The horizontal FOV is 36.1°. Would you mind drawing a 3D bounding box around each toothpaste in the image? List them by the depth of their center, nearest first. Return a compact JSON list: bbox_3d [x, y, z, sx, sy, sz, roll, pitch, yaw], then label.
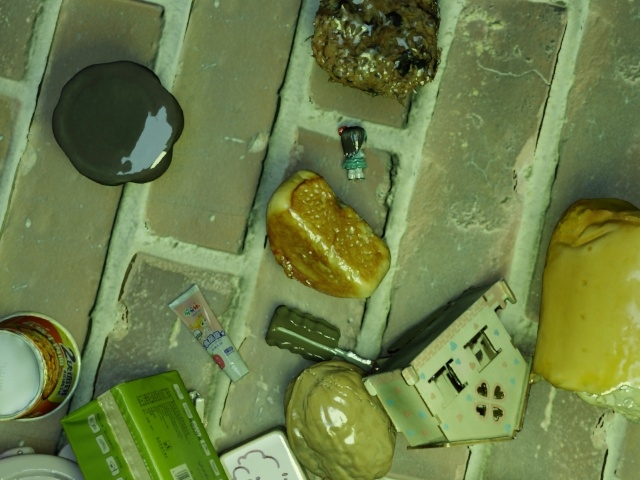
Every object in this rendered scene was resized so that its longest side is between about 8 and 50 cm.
[{"bbox_3d":[-0.205,0.180,1.858,0.067,0.043,0.194,-38,82,1],"label":"toothpaste"}]

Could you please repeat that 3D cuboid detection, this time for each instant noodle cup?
[{"bbox_3d":[-0.560,0.237,1.787,0.213,0.174,0.213,0,88,0],"label":"instant noodle cup"}]

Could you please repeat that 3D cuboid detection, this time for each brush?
[{"bbox_3d":[0.044,0.211,1.842,0.301,0.071,0.084,22,99,1],"label":"brush"}]

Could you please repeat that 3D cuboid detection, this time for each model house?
[{"bbox_3d":[0.255,0.255,1.765,0.326,0.169,0.244,-37,95,-34],"label":"model house"}]

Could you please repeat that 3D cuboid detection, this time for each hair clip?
[{"bbox_3d":[-0.235,0.390,1.842,0.062,0.056,0.214,-1,94,-21],"label":"hair clip"}]

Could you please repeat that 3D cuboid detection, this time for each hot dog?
[{"bbox_3d":[0.000,0.000,1.806,0.257,0.153,0.150,46,59,-8],"label":"hot dog"}]

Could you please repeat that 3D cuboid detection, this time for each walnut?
[{"bbox_3d":[0.033,0.328,1.770,0.198,0.198,0.245,-31,106,-1],"label":"walnut"}]

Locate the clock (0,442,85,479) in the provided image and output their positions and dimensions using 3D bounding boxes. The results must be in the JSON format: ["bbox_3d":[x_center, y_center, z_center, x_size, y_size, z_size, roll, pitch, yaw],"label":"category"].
[{"bbox_3d":[-0.518,0.510,1.732,0.322,0.113,0.296,-3,64,-14],"label":"clock"}]

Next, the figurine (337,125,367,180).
[{"bbox_3d":[0.062,-0.167,1.874,0.060,0.047,0.106,-1,93,42],"label":"figurine"}]

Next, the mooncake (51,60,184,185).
[{"bbox_3d":[-0.373,-0.215,1.830,0.244,0.133,0.245,0,87,0],"label":"mooncake"}]

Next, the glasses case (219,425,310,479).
[{"bbox_3d":[-0.062,0.522,1.819,0.144,0.076,0.336,-26,87,-2],"label":"glasses case"}]

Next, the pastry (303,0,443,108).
[{"bbox_3d":[0.102,-0.376,1.826,0.274,0.193,0.275,7,67,-15],"label":"pastry"}]

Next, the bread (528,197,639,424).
[{"bbox_3d":[0.517,0.122,1.738,0.250,0.361,0.394,-2,76,31],"label":"bread"}]

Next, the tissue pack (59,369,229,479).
[{"bbox_3d":[-0.299,0.392,1.732,0.167,0.200,0.275,-32,78,20],"label":"tissue pack"}]
